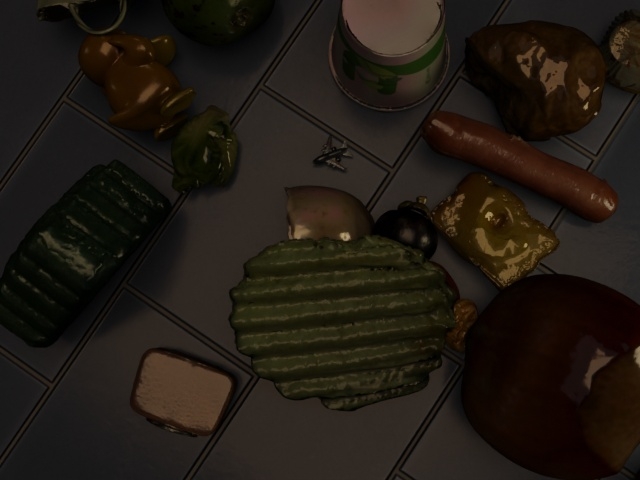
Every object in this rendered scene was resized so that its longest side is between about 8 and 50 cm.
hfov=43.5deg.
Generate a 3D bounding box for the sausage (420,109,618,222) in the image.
[{"bbox_3d":[0.391,-0.149,1.573,0.419,0.094,0.094,23,96,-5],"label":"sausage"}]

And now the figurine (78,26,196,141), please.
[{"bbox_3d":[-0.368,-0.320,1.602,0.215,0.215,0.228,-19,70,0],"label":"figurine"}]

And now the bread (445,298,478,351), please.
[{"bbox_3d":[0.275,0.167,1.568,0.083,0.044,0.111,-32,126,-21],"label":"bread"}]

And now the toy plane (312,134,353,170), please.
[{"bbox_3d":[0.022,-0.174,1.646,0.083,0.031,0.078,-23,83,-1],"label":"toy plane"}]

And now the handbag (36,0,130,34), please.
[{"bbox_3d":[-0.456,-0.535,1.603,0.241,0.109,0.315,-17,54,2],"label":"handbag"}]

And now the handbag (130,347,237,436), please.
[{"bbox_3d":[-0.274,0.302,1.584,0.193,0.072,0.151,21,85,3],"label":"handbag"}]

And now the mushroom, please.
[{"bbox_3d":[0.025,-0.007,1.562,0.173,0.162,0.236,-8,85,3],"label":"mushroom"}]

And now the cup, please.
[{"bbox_3d":[0.138,-0.403,1.545,0.253,0.274,0.253,0,84,2],"label":"cup"}]

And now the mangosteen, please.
[{"bbox_3d":[0.172,-0.020,1.569,0.137,0.137,0.151,26,77,4],"label":"mangosteen"}]

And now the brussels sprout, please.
[{"bbox_3d":[-0.242,-0.184,1.628,0.139,0.100,0.181,18,102,19],"label":"brussels sprout"}]

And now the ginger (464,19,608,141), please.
[{"bbox_3d":[0.433,-0.329,1.565,0.223,0.200,0.269,-28,84,0],"label":"ginger"}]

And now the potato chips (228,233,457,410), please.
[{"bbox_3d":[0.043,0.162,1.517,0.429,0.070,0.358,-5,108,-1],"label":"potato chips"}]

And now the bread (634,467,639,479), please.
[{"bbox_3d":[0.648,0.519,1.451,0.142,0.227,0.253,8,91,6],"label":"bread"}]

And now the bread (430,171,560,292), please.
[{"bbox_3d":[0.340,-0.016,1.594,0.161,0.088,0.233,-42,81,-8],"label":"bread"}]

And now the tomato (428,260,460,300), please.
[{"bbox_3d":[0.205,0.117,1.589,0.155,0.069,0.155,0,85,1],"label":"tomato"}]

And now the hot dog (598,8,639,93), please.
[{"bbox_3d":[0.686,-0.367,1.624,0.270,0.082,0.162,15,93,-4],"label":"hot dog"}]

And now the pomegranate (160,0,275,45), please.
[{"bbox_3d":[-0.211,-0.524,1.594,0.254,0.254,0.270,-23,66,-1],"label":"pomegranate"}]

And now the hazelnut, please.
[{"bbox_3d":[0.439,0.244,1.447,0.366,0.366,0.366,0,84,2],"label":"hazelnut"}]

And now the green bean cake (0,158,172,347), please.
[{"bbox_3d":[-0.466,0.023,1.538,0.169,0.300,0.308,40,128,-7],"label":"green bean cake"}]
